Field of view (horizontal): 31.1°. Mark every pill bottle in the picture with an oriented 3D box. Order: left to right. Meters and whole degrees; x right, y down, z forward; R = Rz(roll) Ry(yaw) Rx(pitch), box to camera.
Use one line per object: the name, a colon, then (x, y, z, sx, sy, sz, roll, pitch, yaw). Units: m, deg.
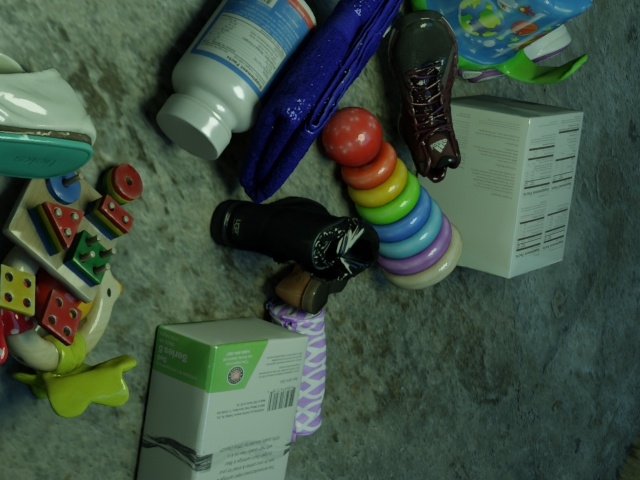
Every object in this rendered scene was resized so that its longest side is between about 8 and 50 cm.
pill bottle: (-0.108, -0.213, 1.437, 0.222, 0.124, 0.124, -58, 140, -19)

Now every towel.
towel: (0.008, -0.206, 1.521, 0.308, 0.076, 0.228, -57, 177, -30)

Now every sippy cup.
sippy cup: (0.291, -0.394, 1.742, 0.305, 0.224, 0.240, 20, 73, -29)

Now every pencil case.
pencil case: (-0.035, 0.187, 1.708, 0.088, 0.086, 0.206, -75, 165, -70)

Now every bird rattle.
bird rattle: (-0.322, 0.080, 1.309, 0.253, 0.143, 0.207, 47, 53, -35)

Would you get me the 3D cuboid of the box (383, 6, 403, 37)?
box: (0.064, -0.378, 1.657, 0.059, 0.054, 0.169, -51, 138, -28)

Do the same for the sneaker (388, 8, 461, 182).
sneaker: (0.173, -0.198, 1.727, 0.281, 0.106, 0.163, 78, -1, -50)

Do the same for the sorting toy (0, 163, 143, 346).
sorting toy: (-0.274, -0.016, 1.282, 0.132, 0.046, 0.275, 47, 38, -31)

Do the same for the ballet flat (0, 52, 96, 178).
ballet flat: (-0.389, -0.135, 1.116, 0.400, 0.139, 0.139, -1, 103, -56)

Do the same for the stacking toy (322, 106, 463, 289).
stacking toy: (0.097, -0.070, 1.764, 0.141, 0.141, 0.330, -56, 134, -22)

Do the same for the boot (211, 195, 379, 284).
boot: (0.000, 0.000, 1.586, 0.246, 0.207, 0.094, 4, 99, -53)

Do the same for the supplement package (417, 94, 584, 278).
supplement package: (0.296, -0.098, 1.939, 0.198, 0.199, 0.263, -13, 113, -50)

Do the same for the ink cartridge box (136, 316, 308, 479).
ink cartridge box: (-0.136, 0.254, 1.579, 0.198, 0.114, 0.273, 0, 102, -52)

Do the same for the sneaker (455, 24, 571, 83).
sneaker: (0.308, -0.359, 1.964, 0.305, 0.114, 0.152, -28, 104, -44)

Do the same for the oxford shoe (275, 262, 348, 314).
oxford shoe: (-0.002, 0.043, 1.721, 0.212, 0.076, 0.076, -33, 136, -62)
